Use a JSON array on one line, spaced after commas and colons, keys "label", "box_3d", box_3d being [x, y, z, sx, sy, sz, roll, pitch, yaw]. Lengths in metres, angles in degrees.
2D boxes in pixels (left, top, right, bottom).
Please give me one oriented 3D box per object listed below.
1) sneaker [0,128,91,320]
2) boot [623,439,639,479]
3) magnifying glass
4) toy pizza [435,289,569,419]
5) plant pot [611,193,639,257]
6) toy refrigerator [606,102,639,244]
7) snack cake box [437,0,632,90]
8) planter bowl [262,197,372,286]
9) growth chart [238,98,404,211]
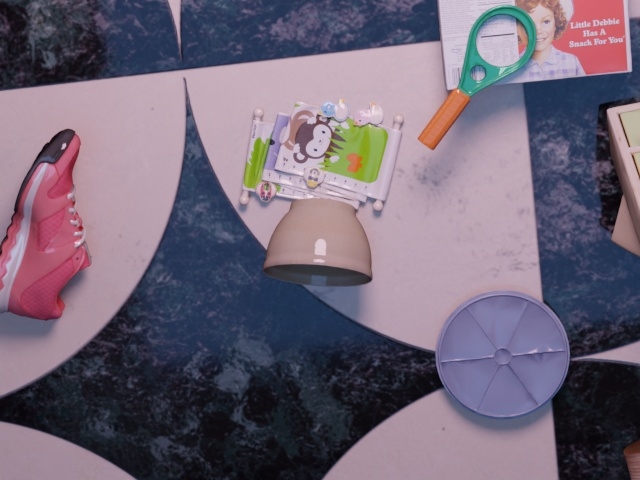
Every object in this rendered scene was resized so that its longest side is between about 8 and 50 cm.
[{"label": "sneaker", "box_3d": [-0.399, -0.019, 2.022, 0.136, 0.116, 0.314, 20, 108, -10]}, {"label": "boot", "box_3d": [0.614, 0.376, 1.996, 0.283, 0.109, 0.220, -22, 97, 10]}, {"label": "magnifying glass", "box_3d": [0.215, -0.227, 1.874, 0.092, 0.026, 0.231, 36, 100, -3]}, {"label": "toy pizza", "box_3d": [0.275, 0.172, 2.027, 0.201, 0.032, 0.201, 1, 99, 4]}, {"label": "plant pot", "box_3d": [0.479, -0.026, 1.942, 0.096, 0.109, 0.109, 15, 102, 14]}, {"label": "toy refrigerator", "box_3d": [0.470, -0.083, 1.839, 0.102, 0.269, 0.094, -10, 130, 7]}, {"label": "snack cake box", "box_3d": [0.302, -0.303, 1.908, 0.264, 0.089, 0.152, -5, 99, 6]}, {"label": "planter bowl", "box_3d": [0.000, 0.000, 1.966, 0.162, 0.162, 0.109, 4, 77, 4]}, {"label": "growth chart", "box_3d": [0.001, -0.128, 2.000, 0.237, 0.021, 0.172, 5, 100, 3]}]
